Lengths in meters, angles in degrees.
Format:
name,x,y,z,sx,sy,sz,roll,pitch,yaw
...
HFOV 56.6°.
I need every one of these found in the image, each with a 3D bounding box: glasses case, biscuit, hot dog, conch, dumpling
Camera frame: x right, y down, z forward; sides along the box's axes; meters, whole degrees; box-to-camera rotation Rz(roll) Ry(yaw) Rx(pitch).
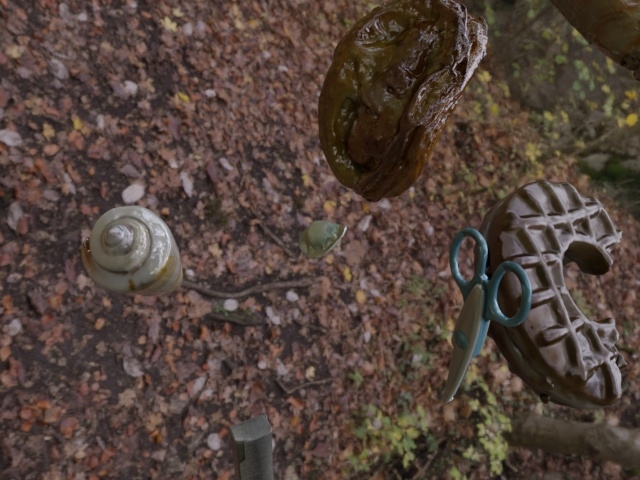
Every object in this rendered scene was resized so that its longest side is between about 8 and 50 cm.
name,x,y,z,sx,sy,sz,roll,pitch,yaw
glasses case,-0.125,0.411,1.112,0.047,0.070,0.205,-126,-151,-44
biscuit,0.354,0.063,0.916,0.268,0.115,0.366,27,56,-18
hot dog,0.089,-0.178,0.721,0.114,0.175,0.259,24,93,-61
conch,-0.296,0.048,0.989,0.255,0.158,0.127,62,3,-56
dumpling,0.000,0.001,0.847,0.043,0.077,0.060,73,30,-51

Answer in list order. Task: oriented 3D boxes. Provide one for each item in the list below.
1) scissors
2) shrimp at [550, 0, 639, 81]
name,x,y,z,sx,sy,sz,roll,pitch,yaw
scissors,0.084,0.051,0.330,0.014,0.058,0.119,-17,131,-25
shrimp,0.247,-0.230,0.477,0.294,0.154,0.062,54,-2,23
